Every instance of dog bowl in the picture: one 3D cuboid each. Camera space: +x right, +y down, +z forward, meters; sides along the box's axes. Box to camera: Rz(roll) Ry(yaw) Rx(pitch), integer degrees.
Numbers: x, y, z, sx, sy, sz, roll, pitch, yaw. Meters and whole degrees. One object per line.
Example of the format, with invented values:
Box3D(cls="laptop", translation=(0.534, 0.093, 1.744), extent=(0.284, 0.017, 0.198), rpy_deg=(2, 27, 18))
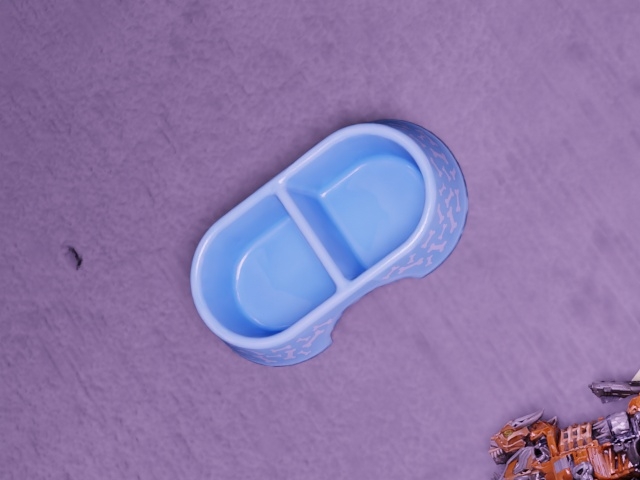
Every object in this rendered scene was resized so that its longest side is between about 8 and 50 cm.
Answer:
Box3D(cls="dog bowl", translation=(0.000, 0.000, 1.489), extent=(0.297, 0.074, 0.166), rpy_deg=(-37, 75, 12))

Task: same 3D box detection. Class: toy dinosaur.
Box3D(cls="toy dinosaur", translation=(0.295, 0.226, 1.327), extent=(0.322, 0.164, 0.218), rpy_deg=(-8, 66, 47))

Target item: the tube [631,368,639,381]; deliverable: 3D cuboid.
Box3D(cls="tube", translation=(0.392, 0.161, 1.355), extent=(0.240, 0.062, 0.070), rpy_deg=(39, 62, 23))
